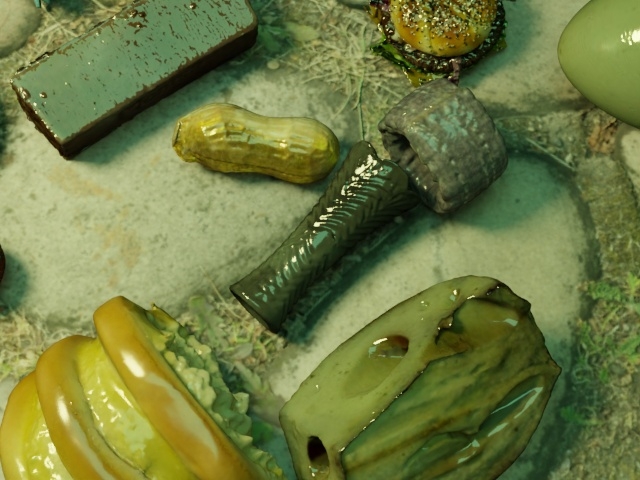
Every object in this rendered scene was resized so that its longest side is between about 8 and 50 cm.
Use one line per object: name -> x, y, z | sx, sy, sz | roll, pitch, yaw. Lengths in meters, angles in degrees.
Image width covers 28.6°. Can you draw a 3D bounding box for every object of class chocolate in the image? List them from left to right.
chocolate -> -0.220, -0.229, 1.572 | 0.321, 0.112, 0.112 | -34, 82, -12

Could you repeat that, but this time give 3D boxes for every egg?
egg -> 0.435, -0.229, 1.509 | 0.295, 0.218, 0.218 | 3, 70, 10

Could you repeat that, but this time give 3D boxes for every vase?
vase -> 0.000, 0.000, 1.491 | 0.115, 0.115, 0.237 | 42, 78, 14

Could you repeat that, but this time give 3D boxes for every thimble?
thimble -> 0.146, -0.113, 1.506 | 0.098, 0.150, 0.150 | -35, 74, -12

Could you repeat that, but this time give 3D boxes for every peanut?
peanut -> -0.079, -0.120, 1.540 | 0.206, 0.087, 0.087 | 8, 71, 2

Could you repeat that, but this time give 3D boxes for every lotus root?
lotus root -> 0.107, 0.185, 1.414 | 0.314, 0.142, 0.210 | -31, 111, -15

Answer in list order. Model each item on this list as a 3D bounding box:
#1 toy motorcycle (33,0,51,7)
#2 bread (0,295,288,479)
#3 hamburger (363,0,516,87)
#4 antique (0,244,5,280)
toy motorcycle -> -0.302, -0.391, 1.622 | 0.272, 0.123, 0.182 | -5, 60, -1
bread -> -0.202, 0.221, 1.355 | 0.270, 0.211, 0.316 | -33, 71, -10
hamburger -> 0.149, -0.286, 1.595 | 0.189, 0.093, 0.164 | -39, 75, -11
antique -> -0.422, 0.029, 1.481 | 0.104, 0.104, 0.104 | 0, 70, 0
